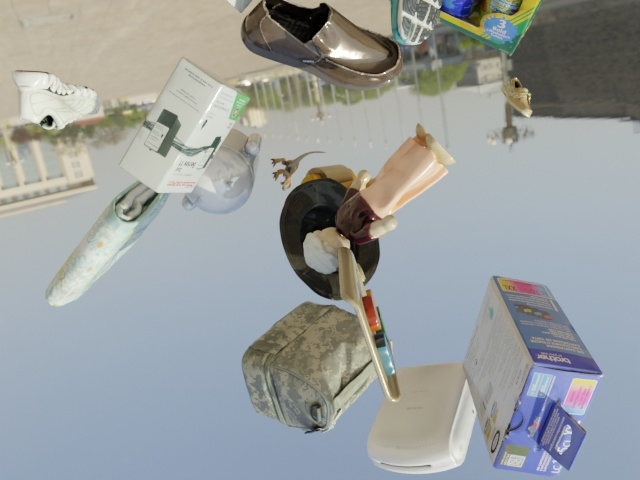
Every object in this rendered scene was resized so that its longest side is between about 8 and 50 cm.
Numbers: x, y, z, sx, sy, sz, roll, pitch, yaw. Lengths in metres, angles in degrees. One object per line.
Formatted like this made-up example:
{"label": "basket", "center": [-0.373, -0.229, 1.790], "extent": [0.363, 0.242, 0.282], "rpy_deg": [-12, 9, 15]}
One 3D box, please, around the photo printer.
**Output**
{"label": "photo printer", "center": [0.266, 0.455, 1.568], "extent": [0.255, 0.107, 0.308], "rpy_deg": [-14, -153, 36]}

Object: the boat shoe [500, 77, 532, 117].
{"label": "boat shoe", "center": [0.460, -0.335, 1.420], "extent": [0.050, 0.045, 0.135], "rpy_deg": [22, -145, -29]}

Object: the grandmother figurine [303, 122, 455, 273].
{"label": "grandmother figurine", "center": [0.099, -0.063, 1.172], "extent": [0.342, 0.104, 0.208], "rpy_deg": [-43, -160, 13]}

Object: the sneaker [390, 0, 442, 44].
{"label": "sneaker", "center": [0.134, -0.449, 1.030], "extent": [0.109, 0.276, 0.107], "rpy_deg": [-14, 163, 41]}

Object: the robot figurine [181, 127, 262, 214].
{"label": "robot figurine", "center": [-0.285, -0.203, 1.777], "extent": [0.300, 0.199, 0.353], "rpy_deg": [-40, -160, 20]}

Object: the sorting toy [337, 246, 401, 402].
{"label": "sorting toy", "center": [0.092, 0.123, 1.142], "extent": [0.041, 0.229, 0.307], "rpy_deg": [-21, -158, 8]}

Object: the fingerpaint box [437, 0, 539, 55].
{"label": "fingerpaint box", "center": [0.386, -0.739, 1.610], "extent": [0.444, 0.163, 0.371], "rpy_deg": [29, 164, 9]}

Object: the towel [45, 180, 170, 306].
{"label": "towel", "center": [-0.530, -0.017, 1.600], "extent": [0.320, 0.090, 0.374], "rpy_deg": [-48, -171, 22]}

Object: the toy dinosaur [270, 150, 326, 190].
{"label": "toy dinosaur", "center": [-0.085, -0.223, 1.814], "extent": [0.112, 0.064, 0.211], "rpy_deg": [-9, 159, -33]}

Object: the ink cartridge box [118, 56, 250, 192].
{"label": "ink cartridge box", "center": [-0.227, -0.186, 1.040], "extent": [0.086, 0.208, 0.153], "rpy_deg": [35, -170, 6]}

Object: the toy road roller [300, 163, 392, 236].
{"label": "toy road roller", "center": [0.118, -0.150, 2.028], "extent": [0.202, 0.330, 0.241], "rpy_deg": [-15, 155, -46]}

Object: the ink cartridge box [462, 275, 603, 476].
{"label": "ink cartridge box", "center": [0.433, 0.294, 1.290], "extent": [0.151, 0.270, 0.395], "rpy_deg": [9, -154, -2]}

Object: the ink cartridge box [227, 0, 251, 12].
{"label": "ink cartridge box", "center": [-0.241, -0.599, 1.304], "extent": [0.231, 0.078, 0.134], "rpy_deg": [48, -169, 28]}

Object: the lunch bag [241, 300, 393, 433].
{"label": "lunch bag", "center": [0.000, 0.302, 1.453], "extent": [0.255, 0.213, 0.305], "rpy_deg": [4, -155, 40]}

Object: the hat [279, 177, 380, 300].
{"label": "hat", "center": [0.000, 0.000, 1.654], "extent": [0.331, 0.332, 0.134], "rpy_deg": [-21, -174, -35]}

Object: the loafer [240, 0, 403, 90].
{"label": "loafer", "center": [0.015, -0.424, 1.309], "extent": [0.365, 0.134, 0.130], "rpy_deg": [9, 160, -14]}

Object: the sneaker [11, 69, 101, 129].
{"label": "sneaker", "center": [-0.612, -0.314, 1.429], "extent": [0.109, 0.119, 0.292], "rpy_deg": [3, -175, 9]}
